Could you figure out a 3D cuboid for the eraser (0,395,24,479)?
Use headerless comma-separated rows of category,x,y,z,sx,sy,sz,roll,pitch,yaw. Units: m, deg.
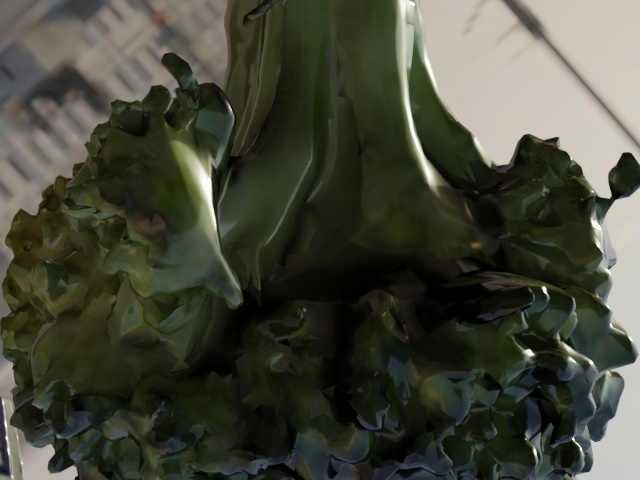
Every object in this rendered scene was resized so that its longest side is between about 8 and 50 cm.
eraser,-0.353,0.160,1.345,0.081,0.279,0.124,-39,-130,35

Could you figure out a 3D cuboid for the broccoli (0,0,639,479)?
broccoli,0.003,-0.002,0.871,0.293,0.280,0.348,1,-169,-15
